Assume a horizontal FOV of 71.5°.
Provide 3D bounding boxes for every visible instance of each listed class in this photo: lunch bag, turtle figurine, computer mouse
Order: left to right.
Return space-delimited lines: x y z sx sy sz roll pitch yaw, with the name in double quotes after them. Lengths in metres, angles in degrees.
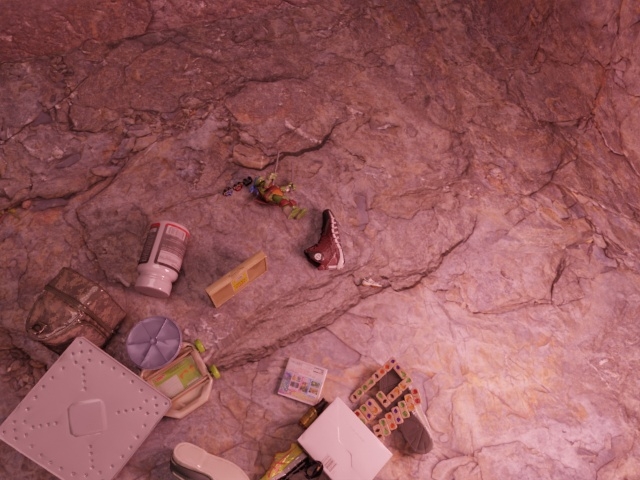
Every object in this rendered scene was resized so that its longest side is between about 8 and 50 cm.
-0.882 0.286 1.600 0.212 0.305 0.256 27 62 12 "lunch bag"
-0.155 -0.235 1.959 0.274 0.198 0.266 -37 76 -16 "turtle figurine"
-0.056 0.823 1.470 0.071 0.041 0.242 31 108 25 "computer mouse"

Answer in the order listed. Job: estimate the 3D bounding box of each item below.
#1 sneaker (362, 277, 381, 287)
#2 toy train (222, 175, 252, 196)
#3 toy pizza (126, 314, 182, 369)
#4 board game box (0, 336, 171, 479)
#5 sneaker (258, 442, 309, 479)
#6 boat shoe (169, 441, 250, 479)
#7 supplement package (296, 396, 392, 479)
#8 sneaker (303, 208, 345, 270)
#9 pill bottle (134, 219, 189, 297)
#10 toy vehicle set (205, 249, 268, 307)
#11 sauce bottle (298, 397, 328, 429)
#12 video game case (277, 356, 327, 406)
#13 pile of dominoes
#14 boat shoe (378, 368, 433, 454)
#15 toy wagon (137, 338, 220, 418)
0.218 0.177 1.880 0.083 0.032 0.037 9 64 -1 "sneaker"
-0.379 -0.244 2.039 0.158 0.027 0.036 -33 82 -18 "toy train"
-0.613 0.378 1.648 0.201 0.032 0.202 2 65 -4 "toy pizza"
-0.775 0.587 1.491 0.390 0.050 0.390 40 79 -8 "board game box"
-0.144 0.789 1.545 0.208 0.082 0.094 -32 48 -12 "sneaker"
-0.372 0.811 1.517 0.319 0.116 0.099 30 109 2 "boat shoe"
0.076 0.722 1.547 0.204 0.145 0.262 -41 73 -20 "supplement package"
0.000 0.000 1.910 0.162 0.106 0.282 -10 66 -6 "sneaker"
-0.639 0.076 1.791 0.161 0.161 0.284 9 64 0 "pill bottle"
-0.327 0.155 1.774 0.266 0.166 0.035 -36 73 -19 "toy vehicle set"
-0.025 0.632 1.631 0.042 0.042 0.128 41 77 14 "sauce bottle"
-0.068 0.538 1.695 0.157 0.019 0.143 18 65 3 "video game case"
0.234 0.579 1.618 0.251 0.040 0.196 -45 60 5 "pile of dominoes"
0.319 0.622 1.649 0.118 0.103 0.321 -35 64 10 "boat shoe"
-0.550 0.478 1.660 0.267 0.068 0.345 -31 70 -17 "toy wagon"
